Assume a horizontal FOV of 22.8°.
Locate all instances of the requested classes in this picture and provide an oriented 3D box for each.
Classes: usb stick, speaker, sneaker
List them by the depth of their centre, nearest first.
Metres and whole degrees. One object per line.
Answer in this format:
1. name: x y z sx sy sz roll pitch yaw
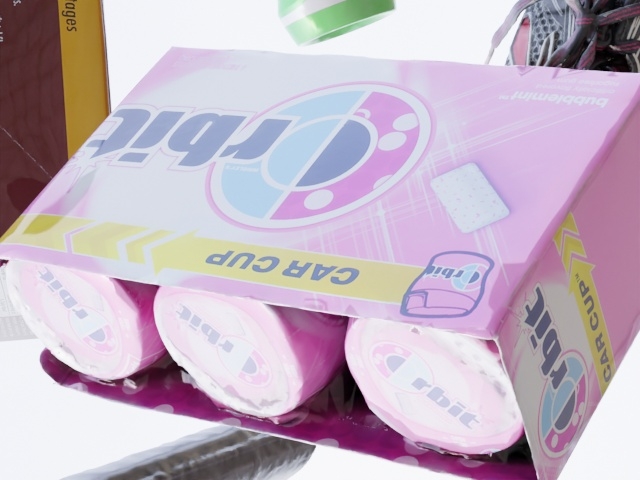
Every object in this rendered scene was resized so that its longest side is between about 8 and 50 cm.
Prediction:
1. usb stick: -0.091 0.132 0.820 0.278 0.077 0.045 -8 -109 -63
2. sneaker: 0.136 -0.080 0.833 0.112 0.121 0.299 94 -171 -54
3. speaker: -0.024 -0.352 1.597 0.131 0.131 0.296 -23 -87 -46

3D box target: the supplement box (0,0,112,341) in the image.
1. supplement box: -0.199 -0.055 0.778 0.194 0.129 0.191 -4 -110 -8

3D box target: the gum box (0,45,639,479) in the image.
1. gum box: 0.000 0.000 0.476 0.107 0.188 0.062 -53 -45 -35
